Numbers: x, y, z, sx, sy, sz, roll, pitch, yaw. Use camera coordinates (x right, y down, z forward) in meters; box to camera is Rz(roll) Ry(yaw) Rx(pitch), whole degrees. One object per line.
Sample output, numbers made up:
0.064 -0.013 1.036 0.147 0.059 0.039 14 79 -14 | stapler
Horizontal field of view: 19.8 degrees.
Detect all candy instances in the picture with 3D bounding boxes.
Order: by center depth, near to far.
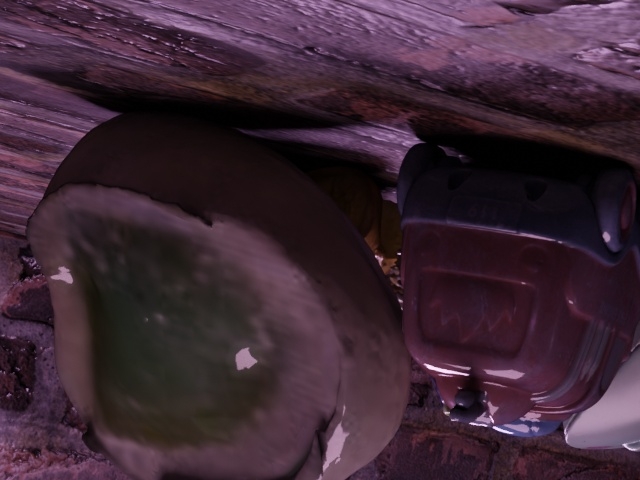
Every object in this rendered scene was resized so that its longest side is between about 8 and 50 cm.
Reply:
-0.086 0.070 1.694 0.427 0.386 0.186 14 -151 43 | candy

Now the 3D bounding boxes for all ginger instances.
0.000 0.000 1.887 0.219 0.123 0.270 -3 161 15 | ginger

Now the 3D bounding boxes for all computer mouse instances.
0.348 0.116 1.721 0.159 0.288 0.097 1 -138 -35 | computer mouse

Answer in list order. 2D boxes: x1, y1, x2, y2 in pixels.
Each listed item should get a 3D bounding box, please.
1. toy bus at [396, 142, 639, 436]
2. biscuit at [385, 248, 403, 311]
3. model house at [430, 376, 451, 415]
0.173 0.052 1.584 0.197 0.232 0.294 8 173 22 | toy bus
0.177 0.065 1.787 0.239 0.062 0.108 16 -178 -10 | biscuit
0.192 0.110 2.218 0.170 0.211 0.194 13 173 7 | model house
